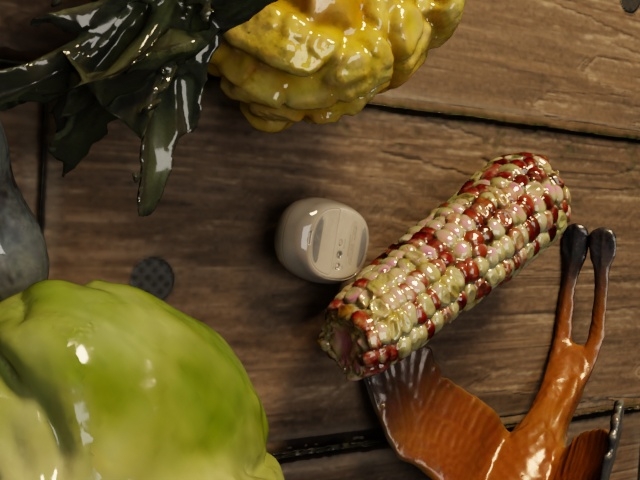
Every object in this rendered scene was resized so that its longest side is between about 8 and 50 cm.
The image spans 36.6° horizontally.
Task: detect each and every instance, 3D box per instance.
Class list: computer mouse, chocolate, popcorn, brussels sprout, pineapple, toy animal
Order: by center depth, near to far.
[{"bbox_3d":[-0.151,0.182,0.533,0.316,0.242,0.274,-47,124,-30],"label":"brussels sprout"},{"bbox_3d":[-0.063,-0.193,0.554,0.165,0.165,0.364,22,86,-36],"label":"pineapple"},{"bbox_3d":[-0.212,-0.031,0.576,0.072,0.072,0.167,-29,113,-30],"label":"chocolate"},{"bbox_3d":[0.007,-0.163,0.688,0.163,0.140,0.194,30,67,-26],"label":"popcorn"},{"bbox_3d":[-0.002,0.000,0.752,0.096,0.039,0.066,11,89,-55],"label":"computer mouse"},{"bbox_3d":[0.189,0.171,0.888,0.284,0.225,0.302,-34,129,-51],"label":"toy animal"}]

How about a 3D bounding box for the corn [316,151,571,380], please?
[{"bbox_3d":[0.107,0.012,0.794,0.280,0.092,0.092,-33,113,-33],"label":"corn"}]
